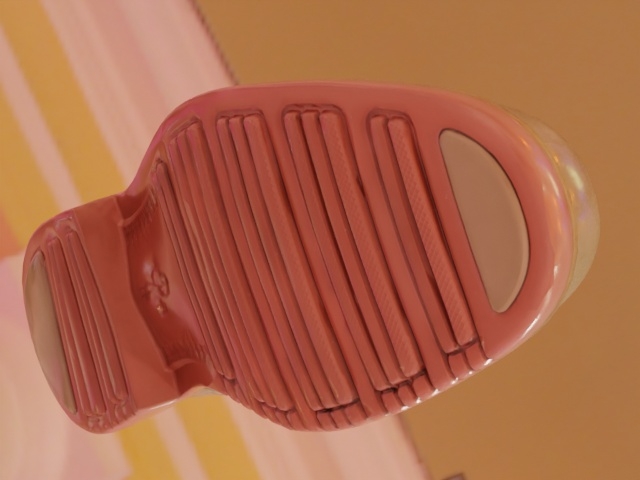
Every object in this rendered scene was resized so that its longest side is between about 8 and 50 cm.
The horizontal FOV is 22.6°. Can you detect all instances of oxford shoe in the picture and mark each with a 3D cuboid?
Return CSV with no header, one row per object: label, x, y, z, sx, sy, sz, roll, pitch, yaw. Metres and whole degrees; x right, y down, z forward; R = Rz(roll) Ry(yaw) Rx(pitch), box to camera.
oxford shoe,0.000,0.000,0.705,0.397,0.147,0.140,-11,-86,58
